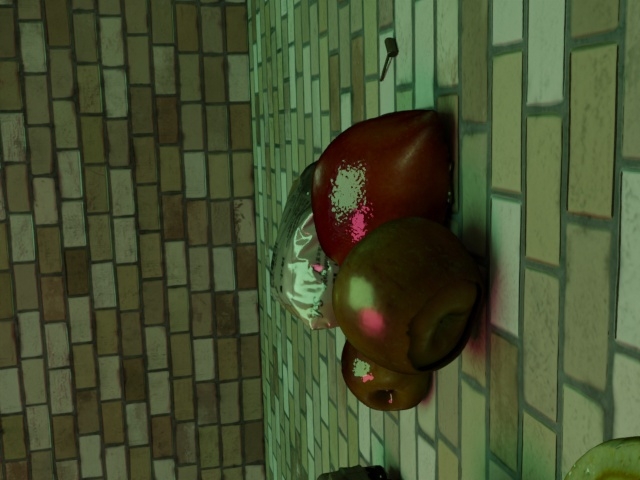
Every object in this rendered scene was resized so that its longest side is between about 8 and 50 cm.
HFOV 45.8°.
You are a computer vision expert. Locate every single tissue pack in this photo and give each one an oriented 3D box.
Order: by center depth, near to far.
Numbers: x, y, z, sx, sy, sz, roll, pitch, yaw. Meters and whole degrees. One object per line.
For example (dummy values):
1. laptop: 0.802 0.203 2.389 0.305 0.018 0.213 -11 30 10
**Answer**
1. tissue pack: 0.000 0.000 1.696 0.390 0.195 0.376 -151 66 -77

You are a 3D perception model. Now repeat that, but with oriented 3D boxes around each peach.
1. peach: 0.091 -0.077 1.312 0.362 0.201 0.258 102 160 -48

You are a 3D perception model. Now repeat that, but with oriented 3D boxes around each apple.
1. apple: 0.138 0.088 1.151 0.207 0.237 0.237 42 146 22
2. apple: 0.120 0.225 1.424 0.195 0.160 0.173 113 173 -49

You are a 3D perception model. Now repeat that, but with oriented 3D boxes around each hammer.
1. hammer: 0.130 -0.347 1.483 0.110 0.019 0.035 102 160 -63

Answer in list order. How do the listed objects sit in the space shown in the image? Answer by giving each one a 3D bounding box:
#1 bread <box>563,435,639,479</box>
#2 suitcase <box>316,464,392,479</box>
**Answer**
1. bread: 0.311 0.267 0.678 0.257 0.124 0.186 138 134 -74
2. suitcase: 0.093 0.669 1.524 0.351 0.194 0.339 -130 36 -68
